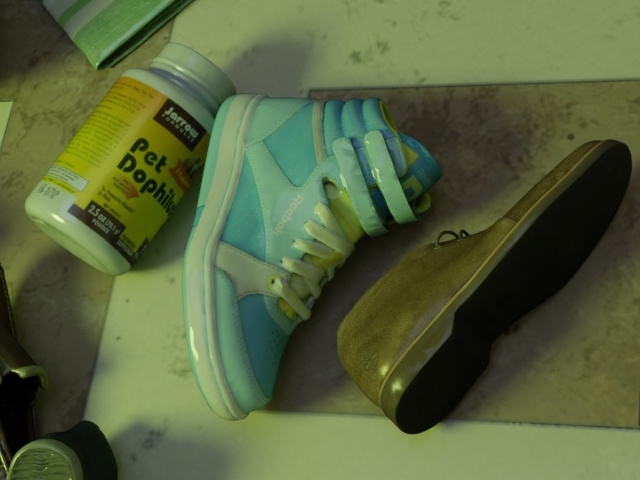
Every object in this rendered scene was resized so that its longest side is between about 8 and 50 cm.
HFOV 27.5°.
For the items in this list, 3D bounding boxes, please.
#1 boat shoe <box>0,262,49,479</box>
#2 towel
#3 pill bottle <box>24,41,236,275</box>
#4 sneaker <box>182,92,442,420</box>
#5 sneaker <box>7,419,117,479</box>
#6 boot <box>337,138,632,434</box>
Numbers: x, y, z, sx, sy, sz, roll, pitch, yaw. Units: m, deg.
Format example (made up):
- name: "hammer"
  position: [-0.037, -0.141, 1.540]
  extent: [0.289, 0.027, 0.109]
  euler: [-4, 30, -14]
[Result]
- name: "boat shoe"
  position: [-0.288, 0.127, 1.191]
  extent: [0.095, 0.095, 0.257]
  euler: [-14, 72, 18]
- name: "towel"
  position: [-0.231, -0.360, 1.458]
  extent: [0.248, 0.038, 0.325]
  euler: [-40, 61, -3]
- name: "pill bottle"
  position: [-0.174, -0.081, 1.244]
  extent: [0.117, 0.117, 0.215]
  euler: [27, 75, 28]
- name: "sneaker"
  position: [0.000, 0.000, 1.142]
  extent: [0.208, 0.127, 0.319]
  euler: [-4, 63, 18]
- name: "sneaker"
  position: [-0.216, 0.267, 1.110]
  extent: [0.083, 0.118, 0.222]
  euler: [10, 96, 11]
- name: "boot"
  position: [0.135, 0.014, 1.107]
  extent: [0.305, 0.112, 0.115]
  euler: [-45, 49, -5]
